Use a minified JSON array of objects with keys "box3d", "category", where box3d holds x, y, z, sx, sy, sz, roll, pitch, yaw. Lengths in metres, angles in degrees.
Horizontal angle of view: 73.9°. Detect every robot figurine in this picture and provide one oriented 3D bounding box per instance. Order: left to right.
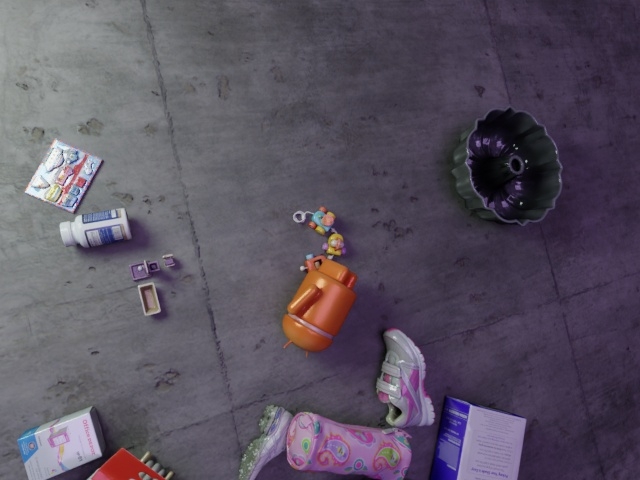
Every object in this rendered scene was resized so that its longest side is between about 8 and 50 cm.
[{"box3d":[-0.004,0.153,0.955,0.128,0.158,0.219,29,82,0],"category":"robot figurine"}]

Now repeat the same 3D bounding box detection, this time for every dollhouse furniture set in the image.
[{"box3d":[-0.336,0.091,0.873,0.091,0.081,0.114,-14,88,-20],"category":"dollhouse furniture set"}]

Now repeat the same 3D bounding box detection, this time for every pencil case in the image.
[{"box3d":[0.069,0.454,0.934,0.284,0.124,0.124,20,77,-24],"category":"pencil case"}]

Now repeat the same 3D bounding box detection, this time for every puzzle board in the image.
[{"box3d":[-0.525,-0.133,0.871,0.096,0.011,0.128,25,75,-15],"category":"puzzle board"}]

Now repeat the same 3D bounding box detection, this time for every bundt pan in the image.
[{"box3d":[0.503,-0.194,1.186,0.331,0.124,0.331,2,83,-19],"category":"bundt pan"}]

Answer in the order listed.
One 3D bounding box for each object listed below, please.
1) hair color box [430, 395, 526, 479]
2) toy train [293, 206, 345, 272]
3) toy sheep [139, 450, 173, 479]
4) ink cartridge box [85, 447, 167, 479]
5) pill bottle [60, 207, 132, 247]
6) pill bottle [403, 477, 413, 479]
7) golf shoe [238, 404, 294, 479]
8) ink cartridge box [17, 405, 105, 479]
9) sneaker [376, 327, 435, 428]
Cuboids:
[{"box3d":[0.381,0.585,1.058,0.185,0.110,0.339,20,76,-18],"category":"hair color box"},{"box3d":[0.000,0.000,1.023,0.125,0.046,0.166,-14,89,-21],"category":"toy train"},{"box3d":[-0.338,0.473,0.826,0.132,0.091,0.091,36,72,7],"category":"toy sheep"},{"box3d":[-0.356,0.496,0.763,0.189,0.232,0.066,43,27,-10],"category":"ink cartridge box"},{"box3d":[-0.449,-0.023,0.855,0.120,0.067,0.067,-12,88,-21],"category":"pill bottle"},{"box3d":[0.104,0.623,0.932,0.264,0.146,0.146,1,83,-20],"category":"pill bottle"},{"box3d":[-0.110,0.453,0.921,0.086,0.069,0.176,33,75,-19],"category":"golf shoe"},{"box3d":[-0.483,0.382,0.801,0.122,0.052,0.088,-17,89,-22],"category":"ink cartridge box"},{"box3d":[0.189,0.338,1.020,0.111,0.103,0.252,-14,88,-22],"category":"sneaker"}]
